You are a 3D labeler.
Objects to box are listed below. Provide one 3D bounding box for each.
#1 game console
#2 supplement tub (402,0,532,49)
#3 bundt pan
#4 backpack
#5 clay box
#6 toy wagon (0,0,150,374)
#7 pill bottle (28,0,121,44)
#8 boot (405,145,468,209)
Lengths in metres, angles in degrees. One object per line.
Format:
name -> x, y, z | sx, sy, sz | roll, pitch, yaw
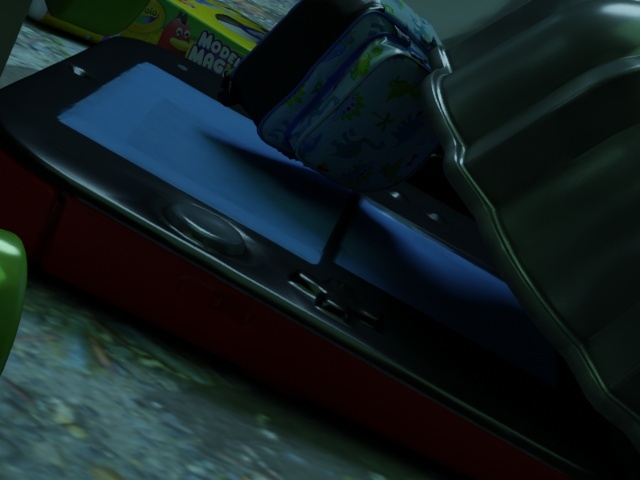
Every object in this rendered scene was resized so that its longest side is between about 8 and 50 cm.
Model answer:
game console -> 0.000, 0.000, 0.966 | 0.342, 0.060, 0.386 | 25, 14, 0
supplement tub -> 0.123, -0.203, 1.432 | 0.241, 0.241, 0.331 | 31, 1, 22
bundt pan -> 0.202, -0.003, 0.925 | 0.331, 0.124, 0.331 | 44, 21, -21
backpack -> 0.024, -0.077, 0.989 | 0.114, 0.105, 0.084 | 25, 25, -47
clay box -> -0.044, -0.123, 1.354 | 0.222, 0.053, 0.127 | 33, 14, 31
toy wagon -> -0.168, -0.103, 0.441 | 0.267, 0.344, 0.068 | 19, 13, -24
pill bottle -> -0.183, -0.173, 1.317 | 0.083, 0.043, 0.043 | 19, 15, -22
boot -> 0.123, -0.029, 1.326 | 0.121, 0.045, 0.099 | 9, 24, -50
